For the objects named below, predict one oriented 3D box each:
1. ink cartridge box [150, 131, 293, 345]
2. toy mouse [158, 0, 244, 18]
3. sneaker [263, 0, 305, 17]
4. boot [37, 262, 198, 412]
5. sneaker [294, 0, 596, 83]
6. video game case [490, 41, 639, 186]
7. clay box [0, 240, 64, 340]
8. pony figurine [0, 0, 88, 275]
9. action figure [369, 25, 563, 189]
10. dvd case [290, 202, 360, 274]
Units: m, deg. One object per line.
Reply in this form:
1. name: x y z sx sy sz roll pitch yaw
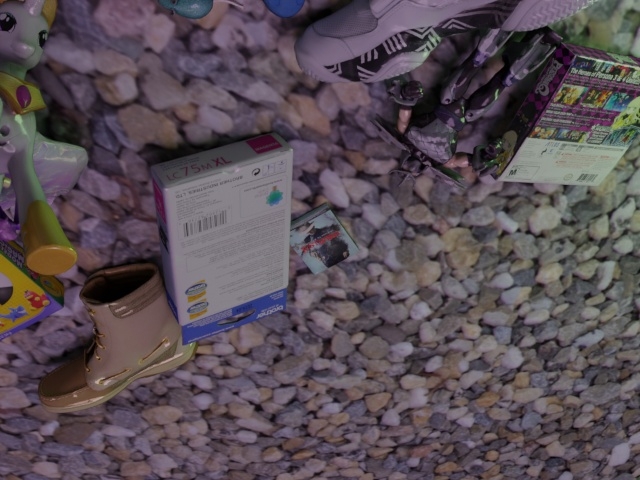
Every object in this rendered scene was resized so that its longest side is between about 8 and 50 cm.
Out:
1. ink cartridge box: -0.135 0.006 1.061 0.185 0.065 0.311 -19 135 -24
2. toy mouse: -0.136 -0.299 0.830 0.161 0.031 0.143 -38 131 18
3. sneaker: -0.038 -0.331 0.798 0.069 0.082 0.209 -8 135 -12
4. boot: -0.339 0.150 1.133 0.262 0.095 0.203 -21 136 -6
5. sneaker: 0.116 -0.317 0.810 0.365 0.137 0.210 -13 125 20
6. video game case: 0.377 -0.172 1.065 0.232 0.042 0.210 -1 134 -32
7. clay box: -0.481 0.045 1.029 0.127 0.053 0.222 -27 134 8
8. pony figurine: -0.367 -0.084 0.789 0.303 0.363 0.351 18 140 -38
9. action figure: 0.186 -0.183 0.980 0.185 0.099 0.285 31 110 -17
10. dvd case: 0.000 0.000 1.160 0.087 0.013 0.119 -28 132 9
